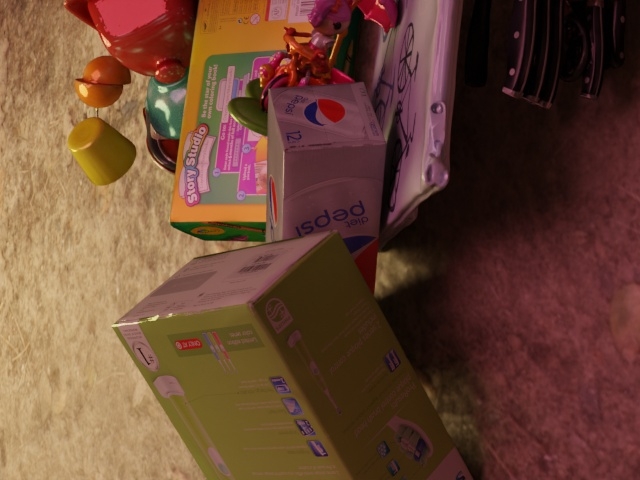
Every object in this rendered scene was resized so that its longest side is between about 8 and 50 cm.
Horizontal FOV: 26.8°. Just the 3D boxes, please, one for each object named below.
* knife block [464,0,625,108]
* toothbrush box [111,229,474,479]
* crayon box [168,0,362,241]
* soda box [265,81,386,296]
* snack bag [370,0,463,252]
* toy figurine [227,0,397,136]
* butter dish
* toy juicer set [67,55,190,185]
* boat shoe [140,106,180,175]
[{"bbox_3d":[0.171,-0.253,1.102,0.088,0.276,0.242,0,37,50],"label":"knife block"},{"bbox_3d":[-0.021,0.149,1.176,0.206,0.122,0.283,-12,112,49],"label":"toothbrush box"},{"bbox_3d":[-0.057,-0.141,1.435,0.165,0.081,0.278,1,78,29],"label":"crayon box"},{"bbox_3d":[0.000,0.000,1.234,0.098,0.091,0.286,-105,14,-49],"label":"soda box"},{"bbox_3d":[0.088,-0.165,1.213,0.342,0.037,0.323,125,152,-76],"label":"snack bag"},{"bbox_3d":[0.003,-0.184,1.253,0.130,0.173,0.159,36,118,25],"label":"toy figurine"},{"bbox_3d":[-0.178,-0.233,1.512,0.160,0.160,0.118,-22,69,17],"label":"butter dish"},{"bbox_3d":[-0.155,-0.207,1.625,0.329,0.089,0.209,-26,45,14],"label":"toy juicer set"},{"bbox_3d":[-0.190,-0.135,1.668,0.043,0.049,0.137,-48,40,26],"label":"boat shoe"}]
